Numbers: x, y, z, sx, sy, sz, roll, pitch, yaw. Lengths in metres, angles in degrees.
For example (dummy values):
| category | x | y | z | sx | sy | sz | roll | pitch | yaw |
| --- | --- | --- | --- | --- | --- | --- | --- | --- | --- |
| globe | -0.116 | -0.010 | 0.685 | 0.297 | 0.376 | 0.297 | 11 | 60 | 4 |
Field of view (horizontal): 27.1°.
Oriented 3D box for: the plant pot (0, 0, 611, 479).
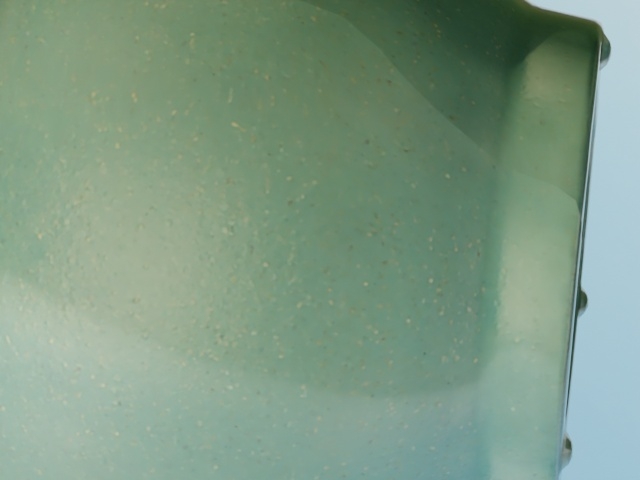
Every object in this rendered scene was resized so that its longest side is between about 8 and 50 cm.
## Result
| category | x | y | z | sx | sy | sz | roll | pitch | yaw |
| --- | --- | --- | --- | --- | --- | --- | --- | --- | --- |
| plant pot | 0.000 | 0.000 | 0.485 | 0.196 | 0.293 | 0.293 | 5 | -154 | 12 |
